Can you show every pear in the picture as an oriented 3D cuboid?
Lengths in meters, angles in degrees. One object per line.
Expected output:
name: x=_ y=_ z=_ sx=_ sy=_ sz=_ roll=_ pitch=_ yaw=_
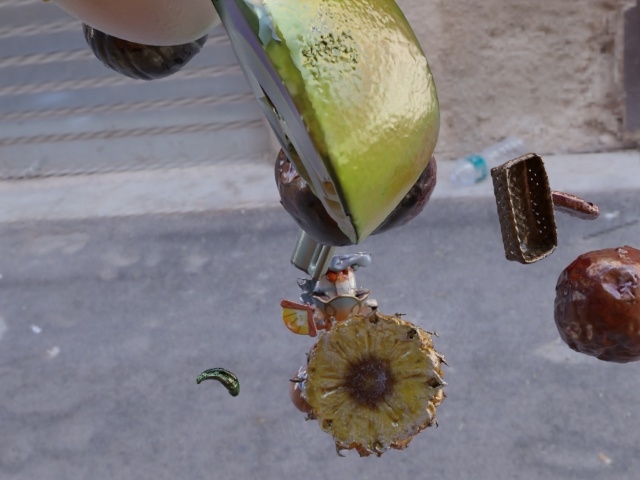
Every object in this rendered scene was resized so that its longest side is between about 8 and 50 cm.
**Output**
pear: x=0.020 y=-0.192 z=1.053 sx=0.165 sy=0.399 sz=0.399 roll=-29 pitch=30 yaw=-4

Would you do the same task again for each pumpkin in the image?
pumpkin: x=-0.387 y=-0.494 z=1.902 sx=0.296 sy=0.296 sz=0.296 roll=-8 pitch=28 yaw=4

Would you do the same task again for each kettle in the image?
kettle: x=0.003 y=0.000 z=1.962 sx=0.127 sy=0.148 sz=0.098 roll=32 pitch=17 yaw=38

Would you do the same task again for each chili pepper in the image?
chili pepper: x=-0.226 y=0.323 z=2.054 sx=0.118 sy=0.055 sz=0.035 roll=26 pitch=4 yaw=-36

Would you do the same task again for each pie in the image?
pie: x=0.546 y=-0.080 z=1.976 sx=0.154 sy=0.036 sz=0.154 roll=18 pitch=1 yaw=0

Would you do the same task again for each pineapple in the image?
pineapple: x=0.063 y=0.186 z=1.178 sx=0.221 sy=0.221 sz=0.047 roll=-2 pitch=-9 yaw=15

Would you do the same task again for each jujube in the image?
jujube: x=0.495 y=0.111 z=1.516 sx=0.197 sy=0.290 sz=0.197 roll=-5 pitch=70 yaw=14

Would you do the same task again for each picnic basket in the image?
picnic basket: x=0.361 y=-0.057 z=1.589 sx=0.110 sy=0.193 sz=0.055 roll=-22 pitch=18 yaw=-30

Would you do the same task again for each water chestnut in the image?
water chestnut: x=0.049 y=-0.124 z=1.495 sx=0.289 sy=0.244 sz=0.289 roll=-10 pitch=9 yaw=2

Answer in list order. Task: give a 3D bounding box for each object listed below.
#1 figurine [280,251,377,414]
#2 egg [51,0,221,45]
figurine: x=0.045 y=0.240 z=2.258 sx=0.277 sy=0.388 sz=0.248 roll=-7 pitch=-7 yaw=-6
egg: x=-0.252 y=-0.435 z=1.236 sx=0.354 sy=0.340 sz=0.354 roll=-21 pitch=28 yaw=12
